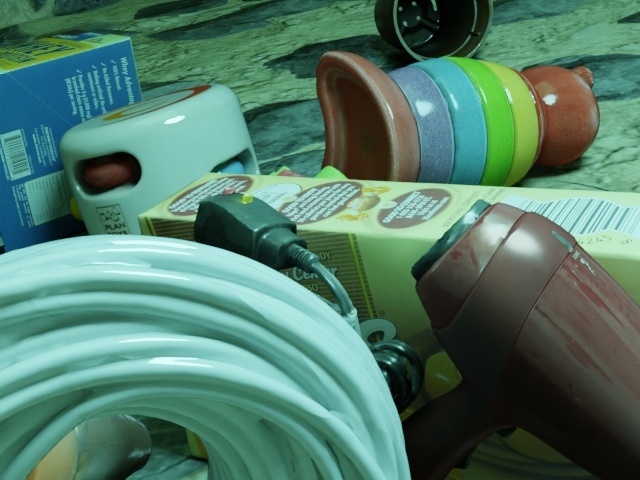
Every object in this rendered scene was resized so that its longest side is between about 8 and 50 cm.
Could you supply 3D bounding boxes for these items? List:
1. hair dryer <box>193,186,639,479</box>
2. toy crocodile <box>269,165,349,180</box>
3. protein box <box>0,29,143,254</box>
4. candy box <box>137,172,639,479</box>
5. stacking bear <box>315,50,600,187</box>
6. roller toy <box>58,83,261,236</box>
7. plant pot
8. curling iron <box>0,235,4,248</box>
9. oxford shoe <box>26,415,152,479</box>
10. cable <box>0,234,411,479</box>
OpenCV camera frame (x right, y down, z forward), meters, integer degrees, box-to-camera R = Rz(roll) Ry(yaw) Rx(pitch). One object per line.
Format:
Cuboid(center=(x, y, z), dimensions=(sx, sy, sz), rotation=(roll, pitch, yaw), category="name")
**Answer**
Cuboid(center=(0.077, 0.080, 0.508), dimensions=(0.294, 0.223, 0.080), rotation=(12, 36, 32), category="hair dryer")
Cuboid(center=(0.000, 0.000, 0.824), dimensions=(0.115, 0.105, 0.340), rotation=(-42, 28, -4), category="toy crocodile")
Cuboid(center=(-0.315, -0.118, 1.144), dimensions=(0.201, 0.199, 0.136), rotation=(-24, 28, -34), category="protein box")
Cuboid(center=(0.052, 0.062, 0.606), dimensions=(0.317, 0.182, 0.087), rotation=(5, 26, 30), category="candy box")
Cuboid(center=(0.161, -0.118, 1.044), dimensions=(0.289, 0.175, 0.164), rotation=(-11, 20, -25), category="stacking bear")
Cuboid(center=(-0.164, -0.069, 1.044), dimensions=(0.209, 0.146, 0.191), rotation=(-19, 15, -10), category="roller toy")
Cuboid(center=(0.170, -0.372, 1.636), dimensions=(0.167, 0.166, 0.165), rotation=(-14, 16, -13), category="plant pot")
Cuboid(center=(-0.447, 0.054, 0.998), dimensions=(0.274, 0.035, 0.068), rotation=(-23, 23, -28), category="curling iron")
Cuboid(center=(-0.279, 0.150, 0.654), dimensions=(0.364, 0.129, 0.133), rotation=(-5, -11, 27), category="oxford shoe")
Cuboid(center=(-0.086, 0.118, 0.430), dimensions=(0.257, 0.257, 0.089), rotation=(-21, 20, -12), category="cable")
